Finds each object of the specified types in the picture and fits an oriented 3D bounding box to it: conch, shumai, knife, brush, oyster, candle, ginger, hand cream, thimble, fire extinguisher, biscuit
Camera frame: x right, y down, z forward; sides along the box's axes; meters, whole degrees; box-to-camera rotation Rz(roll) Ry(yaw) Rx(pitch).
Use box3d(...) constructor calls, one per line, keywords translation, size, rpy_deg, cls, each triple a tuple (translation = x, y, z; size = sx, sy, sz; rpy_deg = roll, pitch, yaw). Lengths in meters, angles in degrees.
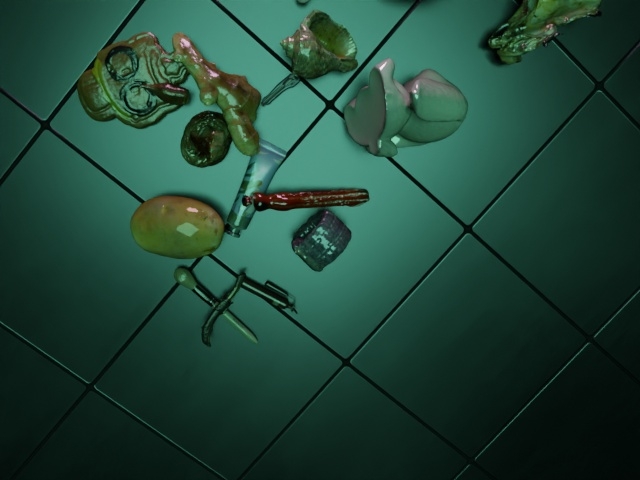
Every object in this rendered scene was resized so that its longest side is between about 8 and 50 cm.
box3d(translation=(0.004, -0.459, 1.298), size=(0.207, 0.130, 0.155), rpy_deg=(5, 115, -19), cls="conch")
box3d(translation=(-0.279, -0.255, 1.345), size=(0.123, 0.105, 0.139), rpy_deg=(35, 72, -7), cls="shumai")
box3d(translation=(-0.261, 0.176, 1.437), size=(0.046, 0.021, 0.222), rpy_deg=(27, 94, -15), cls="knife")
box3d(translation=(-0.278, 0.180, 1.463), size=(0.042, 0.039, 0.299), rpy_deg=(-45, 105, -6), cls="brush")
box3d(translation=(-0.100, -0.376, 1.365), size=(0.121, 0.018, 0.031), rpy_deg=(-39, 100, 6), cls="knife")
box3d(translation=(0.561, -0.565, 1.315), size=(0.198, 0.133, 0.337), rpy_deg=(37, 99, -13), cls="oyster")
box3d(translation=(-0.031, -0.102, 1.385), size=(0.330, 0.048, 0.051), rpy_deg=(-4, 71, -14), cls="candle")
box3d(translation=(-0.237, -0.360, 1.311), size=(0.333, 0.081, 0.148), rpy_deg=(47, 71, -14), cls="ginger")
box3d(translation=(-0.177, -0.130, 1.400), size=(0.088, 0.055, 0.255), rpy_deg=(24, 92, -8), cls="hand cream")
box3d(translation=(0.000, -0.001, 1.385), size=(0.150, 0.150, 0.098), rpy_deg=(-44, 104, 5), cls="thimble")
box3d(translation=(-0.133, 0.142, 1.467), size=(0.173, 0.035, 0.048), rpy_deg=(29, 60, -9), cls="fire extinguisher")
box3d(translation=(-0.446, -0.382, 1.327), size=(0.291, 0.041, 0.208), rpy_deg=(-22, 104, 1), cls="biscuit")

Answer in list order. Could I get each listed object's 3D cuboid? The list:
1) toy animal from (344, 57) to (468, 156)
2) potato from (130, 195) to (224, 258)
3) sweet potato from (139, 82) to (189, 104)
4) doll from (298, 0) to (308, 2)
box3d(translation=(0.223, -0.306, 1.316), size=(0.265, 0.272, 0.205), rpy_deg=(-8, 74, -25), cls="toy animal")
box3d(translation=(-0.358, -0.034, 1.364), size=(0.234, 0.146, 0.150), rpy_deg=(4, 71, -4), cls="potato")
box3d(translation=(-0.370, -0.353, 1.299), size=(0.117, 0.049, 0.049), rpy_deg=(10, 101, -19), cls="sweet potato")
box3d(translation=(-0.073, -0.632, 1.290), size=(0.163, 0.062, 0.106), rpy_deg=(28, 103, -10), cls="doll")
